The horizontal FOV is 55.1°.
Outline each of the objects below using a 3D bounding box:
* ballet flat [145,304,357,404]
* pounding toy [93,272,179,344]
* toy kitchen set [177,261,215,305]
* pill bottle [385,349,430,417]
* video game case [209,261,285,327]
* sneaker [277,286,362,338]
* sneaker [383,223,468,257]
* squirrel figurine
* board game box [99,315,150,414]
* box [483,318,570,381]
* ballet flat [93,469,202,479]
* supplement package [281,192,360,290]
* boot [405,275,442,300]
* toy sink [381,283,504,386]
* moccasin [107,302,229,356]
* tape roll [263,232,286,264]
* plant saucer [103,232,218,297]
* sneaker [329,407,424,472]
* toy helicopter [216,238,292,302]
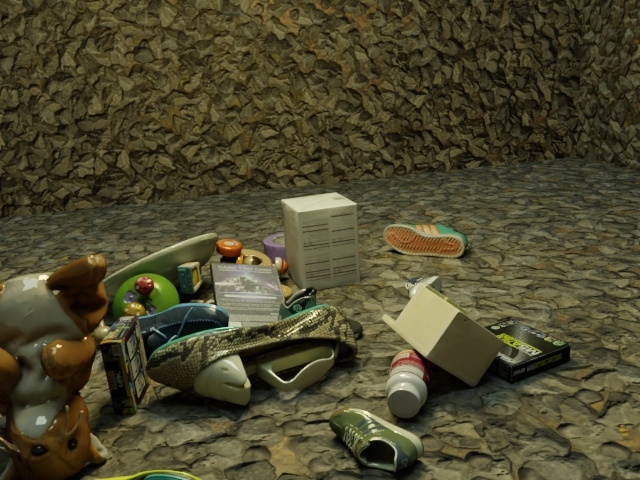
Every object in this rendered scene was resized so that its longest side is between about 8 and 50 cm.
[{"bbox_3d":[-0.129,0.266,1.361,0.482,0.164,0.182,-10,43,-25],"label":"ballet flat"},{"bbox_3d":[-0.505,0.171,1.641,0.236,0.183,0.110,-14,-19,-6],"label":"pounding toy"},{"bbox_3d":[-0.296,0.151,1.722,0.207,0.166,0.122,-1,17,11],"label":"toy kitchen set"},{"bbox_3d":[0.179,0.295,1.260,0.086,0.086,0.152,0,18,14],"label":"pill bottle"},{"bbox_3d":[-0.193,0.158,1.673,0.196,0.026,0.274,5,34,-20],"label":"video game case"},{"bbox_3d":[0.003,0.184,1.557,0.228,0.132,0.086,3,20,-11],"label":"sneaker"},{"bbox_3d":[0.381,-0.005,2.212,0.302,0.108,0.121,12,20,22],"label":"sneaker"},{"bbox_3d":[-0.523,0.264,1.179,0.281,0.371,0.397,-12,-11,-23],"label":"squirrel figurine"},{"bbox_3d":[-0.425,0.270,1.344,0.048,0.170,0.141,-6,16,-1],"label":"board game box"},{"bbox_3d":[0.442,0.249,1.425,0.184,0.045,0.190,-10,16,-26],"label":"box"},{"bbox_3d":[-0.289,0.413,1.013,0.230,0.077,0.077,-6,0,2],"label":"ballet flat"},{"bbox_3d":[0.000,0.000,1.989,0.198,0.263,0.199,-8,17,-16],"label":"supplement package"},{"bbox_3d":[0.280,0.148,1.789,0.086,0.069,0.190,-2,7,33],"label":"boot"},{"bbox_3d":[0.270,0.196,1.381,0.152,0.131,0.234,34,1,-23],"label":"toy sink"},{"bbox_3d":[-0.379,0.250,1.515,0.341,0.138,0.117,-17,39,21],"label":"moccasin"},{"bbox_3d":[-0.112,0.031,2.241,0.188,0.080,0.189,-4,17,1],"label":"tape roll"},{"bbox_3d":[-0.484,0.104,1.898,0.400,0.101,0.400,-26,-1,0],"label":"plant saucer"},{"bbox_3d":[0.082,0.359,1.100,0.192,0.064,0.086,11,17,33],"label":"sneaker"},{"bbox_3d":[-0.181,0.114,1.961,0.234,0.140,0.355,-4,25,-33],"label":"toy helicopter"}]
